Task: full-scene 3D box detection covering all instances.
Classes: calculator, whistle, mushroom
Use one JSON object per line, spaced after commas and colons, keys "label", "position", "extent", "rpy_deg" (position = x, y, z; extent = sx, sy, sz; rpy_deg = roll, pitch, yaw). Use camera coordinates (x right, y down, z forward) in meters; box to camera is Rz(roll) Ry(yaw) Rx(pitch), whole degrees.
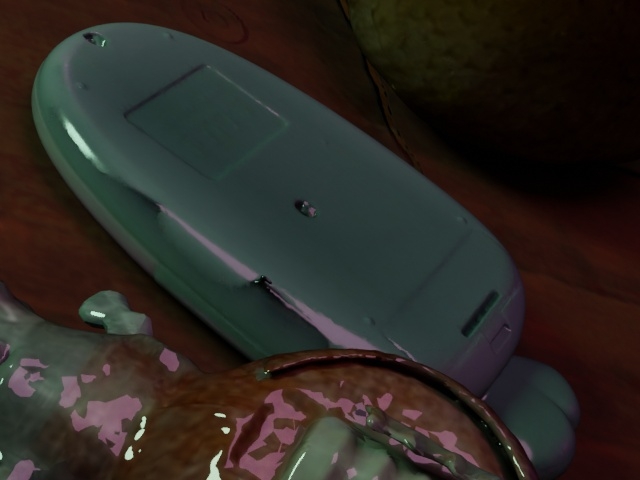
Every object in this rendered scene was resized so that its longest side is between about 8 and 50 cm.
{"label": "calculator", "position": [0.000, 0.000, 0.852], "extent": [0.299, 0.041, 0.185], "rpy_deg": [38, 30, 7]}
{"label": "whistle", "position": [-0.049, 0.075, 0.628], "extent": [0.346, 0.134, 0.142], "rpy_deg": [30, 66, 5]}
{"label": "mushroom", "position": [0.122, -0.171, 1.054], "extent": [0.283, 0.195, 0.263], "rpy_deg": [11, 71, 2]}

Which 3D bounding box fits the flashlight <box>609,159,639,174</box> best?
{"label": "flashlight", "position": [0.179, -0.054, 1.127], "extent": [0.083, 0.018, 0.018], "rpy_deg": [14, 34, -32]}
